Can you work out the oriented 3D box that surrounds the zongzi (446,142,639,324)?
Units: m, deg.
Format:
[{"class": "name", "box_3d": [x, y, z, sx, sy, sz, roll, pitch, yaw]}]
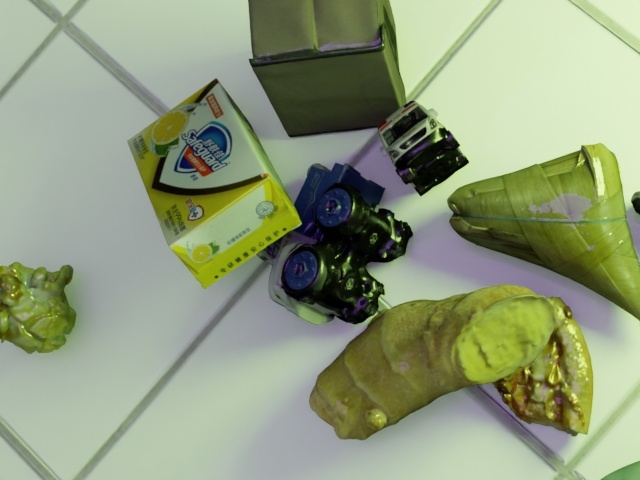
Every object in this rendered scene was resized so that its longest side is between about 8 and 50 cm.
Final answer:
[{"class": "zongzi", "box_3d": [0.305, 0.021, 1.754, 0.228, 0.115, 0.256, -16, 89, 17]}]

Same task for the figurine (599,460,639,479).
[{"class": "figurine", "box_3d": [0.492, 0.381, 1.621, 0.381, 0.224, 0.205, 16, 65, -5]}]

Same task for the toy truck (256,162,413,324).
[{"class": "toy truck", "box_3d": [0.000, 0.000, 1.812, 0.177, 0.161, 0.213, 24, 87, 36]}]

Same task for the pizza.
[{"class": "pizza", "box_3d": [0.277, 0.163, 1.749, 0.161, 0.062, 0.182, 0, 82, 19]}]

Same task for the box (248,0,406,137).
[{"class": "box", "box_3d": [0.011, -0.261, 1.795, 0.188, 0.252, 0.153, -6, 73, 11]}]

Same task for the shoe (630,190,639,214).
[{"class": "shoe", "box_3d": [0.458, 0.010, 1.731, 0.169, 0.071, 0.099, 40, 97, 16]}]

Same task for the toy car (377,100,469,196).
[{"class": "toy car", "box_3d": [0.127, -0.131, 1.760, 0.089, 0.209, 0.108, -35, 80, 7]}]

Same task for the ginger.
[{"class": "ginger", "box_3d": [0.141, 0.146, 1.731, 0.354, 0.126, 0.190, -21, 36, 26]}]

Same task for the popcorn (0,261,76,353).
[{"class": "popcorn", "box_3d": [-0.416, 0.099, 1.893, 0.162, 0.135, 0.141, -37, 89, -38]}]

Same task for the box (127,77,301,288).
[{"class": "box", "box_3d": [-0.150, -0.083, 1.816, 0.168, 0.097, 0.265, -33, 42, 7]}]
